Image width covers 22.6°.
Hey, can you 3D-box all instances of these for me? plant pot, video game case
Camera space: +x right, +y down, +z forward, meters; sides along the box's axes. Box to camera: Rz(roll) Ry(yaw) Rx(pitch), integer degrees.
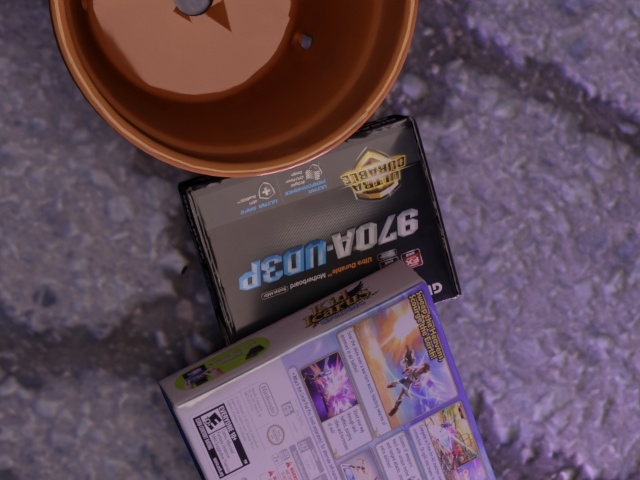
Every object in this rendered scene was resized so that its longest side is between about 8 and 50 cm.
[{"bbox_3d":[-0.088,-0.203,1.316,0.291,0.203,0.291,-2,96,-16],"label":"plant pot"},{"bbox_3d":[0.017,0.187,1.436,0.244,0.061,0.269,-26,117,-10],"label":"video game case"}]

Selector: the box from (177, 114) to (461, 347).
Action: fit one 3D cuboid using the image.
[{"bbox_3d":[0.000,0.000,1.443,0.220,0.051,0.175,-18,102,-13],"label":"box"}]
